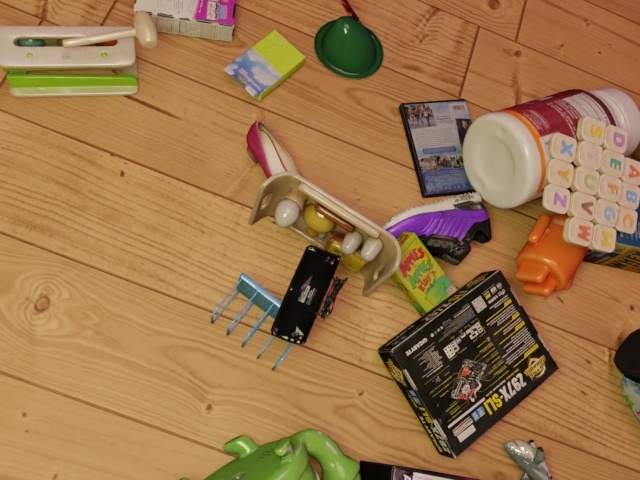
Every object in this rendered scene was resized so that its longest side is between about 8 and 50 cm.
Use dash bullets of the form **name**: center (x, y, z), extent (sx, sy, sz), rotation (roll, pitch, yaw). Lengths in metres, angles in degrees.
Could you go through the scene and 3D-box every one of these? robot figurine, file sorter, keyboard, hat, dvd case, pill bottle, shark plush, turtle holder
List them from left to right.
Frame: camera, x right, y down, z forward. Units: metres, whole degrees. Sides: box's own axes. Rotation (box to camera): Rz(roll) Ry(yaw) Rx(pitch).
- **file sorter**: center (-0.123, 0.167, 1.275), extent (0.170, 0.118, 0.104), rotation (37, 71, 2)
- **turtle holder**: center (-0.096, 0.472, 1.130), extent (0.228, 0.243, 0.320), rotation (65, 30, -2)
- **keyboard**: center (-0.016, 0.112, 1.233), extent (0.100, 0.038, 0.192), rotation (22, 77, 10)
- **hat**: center (0.079, -0.518, 1.534), extent (0.208, 0.183, 0.173), rotation (21, 67, -5)
- **dvd case**: center (0.304, -0.230, 1.569), extent (0.180, 0.022, 0.253), rotation (-7, 73, -15)
- **shark plush**: center (0.443, 0.490, 1.337), extent (0.067, 0.073, 0.161), rotation (-22, 97, 0)
- **robot figurine**: center (0.537, 0.030, 1.472), extent (0.158, 0.128, 0.219), rotation (37, 67, 9)
- **pill bottle**: center (0.553, -0.231, 1.509), extent (0.392, 0.224, 0.224), rotation (-19, 75, -25)

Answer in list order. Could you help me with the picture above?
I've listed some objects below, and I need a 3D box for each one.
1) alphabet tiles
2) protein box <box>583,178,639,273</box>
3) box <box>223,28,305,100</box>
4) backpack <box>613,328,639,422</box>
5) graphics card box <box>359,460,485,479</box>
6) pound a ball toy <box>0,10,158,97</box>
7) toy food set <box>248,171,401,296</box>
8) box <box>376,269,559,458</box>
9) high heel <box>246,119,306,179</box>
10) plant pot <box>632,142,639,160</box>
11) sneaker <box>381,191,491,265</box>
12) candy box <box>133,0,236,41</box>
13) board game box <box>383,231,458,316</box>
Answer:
- **alphabet tiles**: center (0.602, -0.121, 1.392), extent (0.277, 0.021, 0.284), rotation (14, 82, -24)
- **protein box**: center (0.757, -0.042, 1.542), extent (0.201, 0.136, 0.200), rotation (11, 69, -9)
- **box**: center (-0.134, -0.414, 1.524), extent (0.109, 0.042, 0.178), rotation (43, 67, 5)
- **backpack**: center (0.817, 0.373, 1.348), extent (0.355, 0.290, 0.273), rotation (43, 75, -3)
- **graphics card box**: center (0.267, 0.487, 1.183), extent (0.370, 0.233, 0.094), rotation (12, 72, -8)
- **pound a ball toy**: center (-0.508, -0.416, 1.349), extent (0.319, 0.208, 0.136), rotation (-5, 72, -14)
- **toy food set**: center (0.000, 0.000, 1.307), extent (0.306, 0.220, 0.092), rotation (33, 66, 0)
- **box**: center (0.314, 0.250, 1.340), extent (0.322, 0.079, 0.257), rotation (-33, 94, -21)
- **high heel**: center (-0.073, -0.154, 1.402), extent (0.082, 0.117, 0.244), rotation (-33, 80, -22)
- **plant pot**: center (0.867, -0.259, 1.669), extent (0.134, 0.095, 0.134), rotation (4, 69, -11)
- **sneaker**: center (0.265, -0.007, 1.434), extent (0.293, 0.102, 0.146), rotation (-16, 76, -18)
- **candy box**: center (-0.319, -0.573, 1.524), extent (0.233, 0.071, 0.159), rotation (5, 70, -12)
- **board game box**: center (0.212, 0.078, 1.376), extent (0.092, 0.043, 0.181), rotation (-47, 113, -16)
